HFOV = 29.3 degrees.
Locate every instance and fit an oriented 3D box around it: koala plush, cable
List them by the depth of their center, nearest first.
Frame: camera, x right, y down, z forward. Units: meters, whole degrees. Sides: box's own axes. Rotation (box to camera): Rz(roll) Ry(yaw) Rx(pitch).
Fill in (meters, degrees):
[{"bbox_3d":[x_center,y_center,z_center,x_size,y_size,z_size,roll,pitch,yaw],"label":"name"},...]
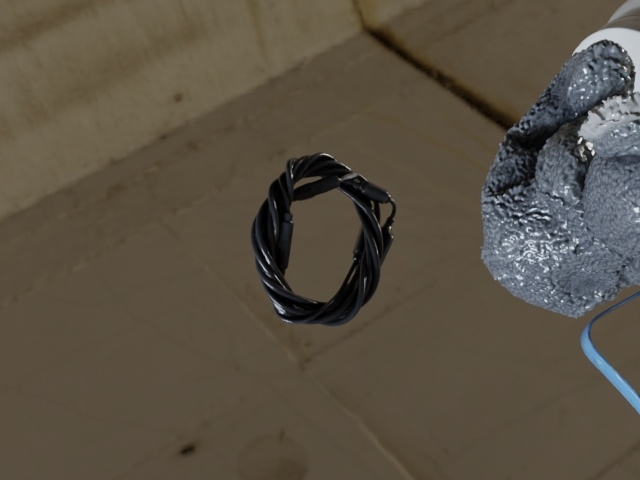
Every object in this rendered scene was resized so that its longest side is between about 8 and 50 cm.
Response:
[{"bbox_3d":[0.236,-0.033,0.909,0.203,0.196,0.221,-42,-170,-12],"label":"koala plush"},{"bbox_3d":[0.000,0.000,1.255,0.047,0.150,0.184,-12,-135,58],"label":"cable"}]

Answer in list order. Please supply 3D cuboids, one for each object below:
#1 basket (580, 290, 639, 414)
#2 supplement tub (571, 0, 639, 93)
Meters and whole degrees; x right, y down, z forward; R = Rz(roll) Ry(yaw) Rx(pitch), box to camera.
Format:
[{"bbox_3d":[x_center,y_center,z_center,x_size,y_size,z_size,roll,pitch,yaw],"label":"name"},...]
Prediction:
[{"bbox_3d":[0.488,0.137,1.465,0.289,0.201,0.254,-30,-103,-24],"label":"basket"},{"bbox_3d":[0.434,-0.182,1.281,0.316,0.228,0.228,-28,-143,-27],"label":"supplement tub"}]
